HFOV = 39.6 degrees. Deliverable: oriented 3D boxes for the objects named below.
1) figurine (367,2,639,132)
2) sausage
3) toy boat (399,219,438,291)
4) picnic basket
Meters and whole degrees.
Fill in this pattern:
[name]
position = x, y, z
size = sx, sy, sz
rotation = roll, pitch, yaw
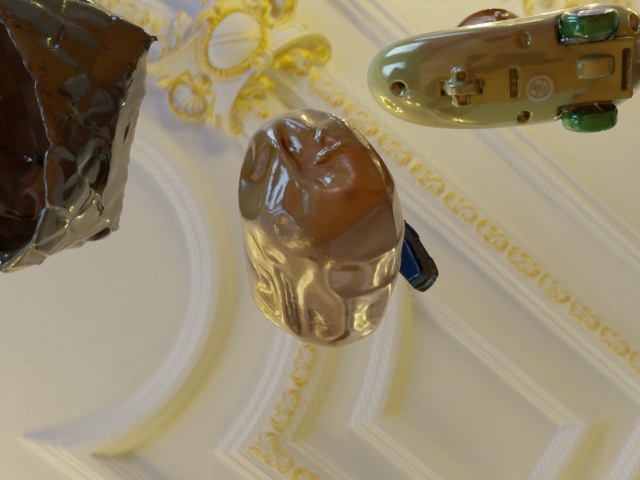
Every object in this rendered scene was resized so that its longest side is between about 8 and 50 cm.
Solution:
[figurine]
position = 0.213, -0.202, 1.003
size = 0.325, 0.222, 0.124
rotation = -6, -66, 2
[sausage]
position = -0.001, 0.000, 0.721
size = 0.120, 0.241, 0.136
rotation = -24, -117, -16
[toy boat]
position = 0.081, 0.009, 0.823
size = 0.038, 0.038, 0.083
rotation = -21, -112, -20
[picnic basket]
position = -0.357, -0.116, 0.773
size = 0.338, 0.337, 0.292
rotation = 8, -60, -17
